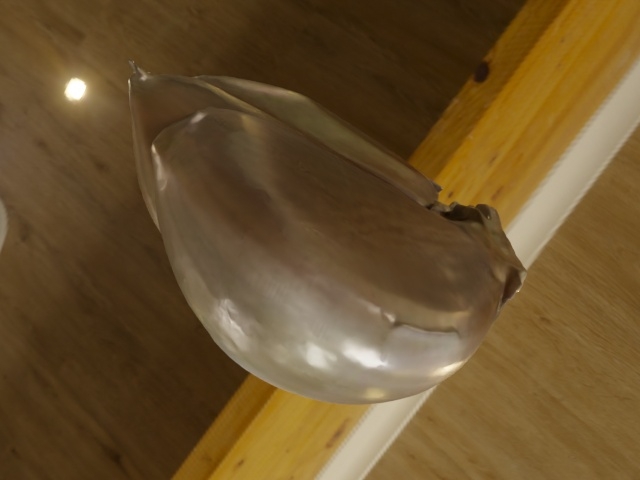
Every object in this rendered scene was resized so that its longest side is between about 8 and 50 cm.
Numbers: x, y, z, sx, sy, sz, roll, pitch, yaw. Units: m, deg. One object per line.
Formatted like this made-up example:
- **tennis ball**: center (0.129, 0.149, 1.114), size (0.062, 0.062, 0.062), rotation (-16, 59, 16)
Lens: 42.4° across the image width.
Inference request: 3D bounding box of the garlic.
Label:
- **garlic**: center (0.000, -0.001, 0.589), size (0.132, 0.325, 0.279), rotation (-63, -158, 23)
